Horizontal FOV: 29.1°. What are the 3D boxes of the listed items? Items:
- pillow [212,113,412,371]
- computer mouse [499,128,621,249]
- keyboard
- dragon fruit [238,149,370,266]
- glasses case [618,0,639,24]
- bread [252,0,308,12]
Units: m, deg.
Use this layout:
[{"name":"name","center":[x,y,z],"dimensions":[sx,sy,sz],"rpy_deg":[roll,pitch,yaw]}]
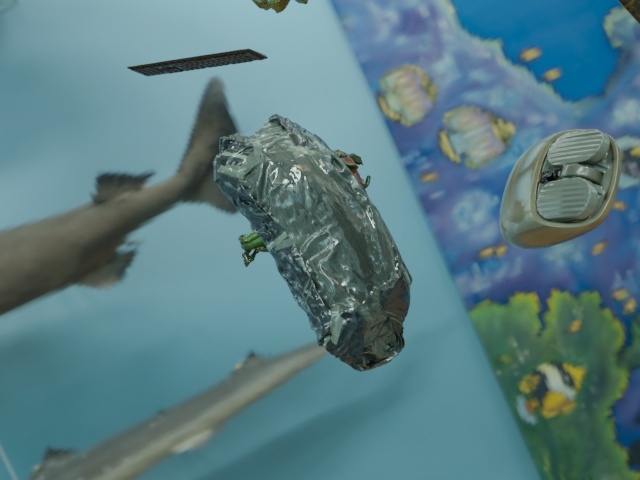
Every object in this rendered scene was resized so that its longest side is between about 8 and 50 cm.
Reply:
[{"name":"pillow","center":[0.000,0.000,1.487],"dimensions":[0.161,0.335,0.092],"rpy_deg":[-29,-7,-28]},{"name":"computer mouse","center":[0.301,-0.065,1.605],"dimensions":[0.236,0.082,0.145],"rpy_deg":[157,131,-70]},{"name":"keyboard","center":[-0.177,-0.256,1.778],"dimensions":[0.198,0.010,0.064],"rpy_deg":[-5,-4,23]},{"name":"dragon fruit","center":[-0.023,-0.041,1.863],"dimensions":[0.236,0.135,0.137],"rpy_deg":[-46,42,-13]},{"name":"glasses case","center":[0.242,-0.190,0.866],"dimensions":[0.075,0.218,0.049],"rpy_deg":[-42,18,19]},{"name":"bread","center":[-0.070,-0.434,1.925],"dimensions":[0.118,0.156,0.064],"rpy_deg":[6,11,6]}]
